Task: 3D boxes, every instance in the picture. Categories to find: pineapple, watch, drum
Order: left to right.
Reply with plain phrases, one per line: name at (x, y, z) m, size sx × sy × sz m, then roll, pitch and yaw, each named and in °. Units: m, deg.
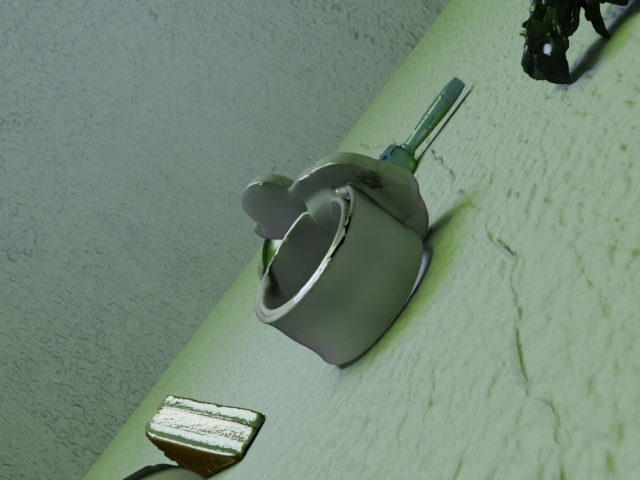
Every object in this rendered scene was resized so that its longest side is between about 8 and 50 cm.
watch at (0.000, 0.026, 1.018) m, size 0.248 × 0.211 × 0.217 m, roll -32°, pitch 29°, yaw 48°
drum at (0.146, -0.151, 1.405) m, size 0.253 × 0.049 × 0.130 m, roll -51°, pitch 7°, yaw 17°
pineapple at (0.301, -0.313, 0.919) m, size 0.310 × 0.141 × 0.170 m, roll -60°, pitch 12°, yaw 4°

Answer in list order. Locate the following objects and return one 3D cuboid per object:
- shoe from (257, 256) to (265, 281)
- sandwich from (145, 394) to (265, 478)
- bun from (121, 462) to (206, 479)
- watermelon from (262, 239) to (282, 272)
shoe at (-0.038, 0.013, 1.664) m, size 0.227 × 0.099 × 0.112 m, roll -55°, pitch 13°, yaw 16°
sandwich at (-0.164, 0.256, 1.199) m, size 0.079 × 0.113 × 0.163 m, roll -58°, pitch 9°, yaw -33°
bun at (-0.161, 0.316, 0.863) m, size 0.173 × 0.120 × 0.173 m, roll -35°, pitch -29°, yaw -24°
watermelon at (0.000, 0.000, 1.285) m, size 0.187 × 0.141 × 0.141 m, roll -51°, pitch 7°, yaw -6°
